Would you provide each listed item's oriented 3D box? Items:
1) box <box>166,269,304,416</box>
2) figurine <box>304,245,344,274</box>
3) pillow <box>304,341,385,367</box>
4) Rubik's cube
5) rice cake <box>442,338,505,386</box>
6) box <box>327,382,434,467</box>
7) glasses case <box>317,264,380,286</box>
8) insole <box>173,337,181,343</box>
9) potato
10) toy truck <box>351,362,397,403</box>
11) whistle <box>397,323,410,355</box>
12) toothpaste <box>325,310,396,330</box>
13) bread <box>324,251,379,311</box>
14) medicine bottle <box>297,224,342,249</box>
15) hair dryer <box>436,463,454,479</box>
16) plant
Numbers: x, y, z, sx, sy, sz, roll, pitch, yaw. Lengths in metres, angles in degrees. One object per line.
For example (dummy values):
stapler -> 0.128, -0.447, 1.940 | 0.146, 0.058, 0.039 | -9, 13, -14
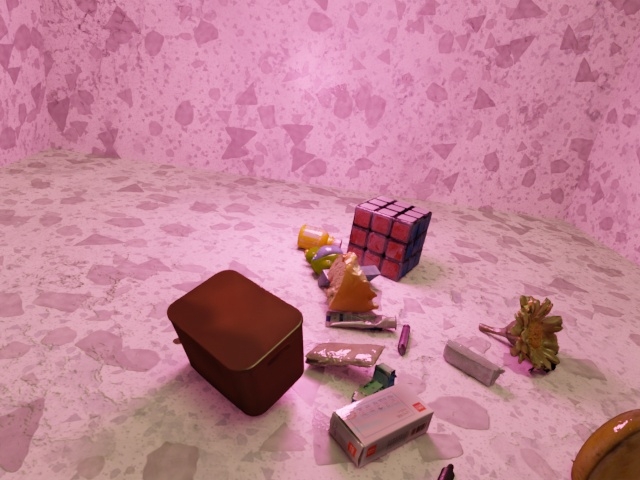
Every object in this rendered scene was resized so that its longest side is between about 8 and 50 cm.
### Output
box -> -0.225, 0.284, 1.233 | 0.339, 0.230, 0.239 | 25, 46, 34
figurine -> 0.018, 0.086, 2.009 | 0.162, 0.143, 0.263 | 5, 5, -29
pillow -> 0.080, 0.363, 1.401 | 0.229, 0.050, 0.148 | 0, 14, 22
Rubik's cube -> 0.338, -0.021, 2.171 | 0.303, 0.306, 0.301 | 23, 25, 25
rice cake -> 0.513, 0.418, 1.500 | 0.206, 0.069, 0.063 | 31, 28, 36
box -> 0.162, 0.483, 1.177 | 0.269, 0.079, 0.135 | -8, 27, -36
glasses case -> 0.122, 0.152, 1.919 | 0.265, 0.105, 0.056 | -3, 68, -28
insole -> -0.420, 0.312, 1.444 | 0.135, 0.002, 0.045 | -13, 32, -43
potato -> 0.792, 0.518, 1.127 | 0.269, 0.256, 0.112 | 5, 24, -12
toy truck -> 0.156, 0.429, 1.303 | 0.067, 0.081, 0.175 | 24, 26, 35
whistle -> 0.304, 0.357, 1.597 | 0.033, 0.033, 0.176 | 15, 23, 13
toothpaste -> 0.151, 0.303, 1.653 | 0.265, 0.061, 0.096 | 3, 24, 2
bread -> 0.143, 0.157, 1.734 | 0.223, 0.211, 0.184 | 15, 23, -24
medicine bottle -> 0.000, 0.000, 2.208 | 0.212, 0.122, 0.122 | 14, 23, 10
hair dryer -> 0.283, 0.592, 1.000 | 0.128, 0.070, 0.255 | 23, 21, 27
plant -> 0.755, 0.369, 1.628 | 0.306, 0.296, 0.261 | 45, 30, -36
